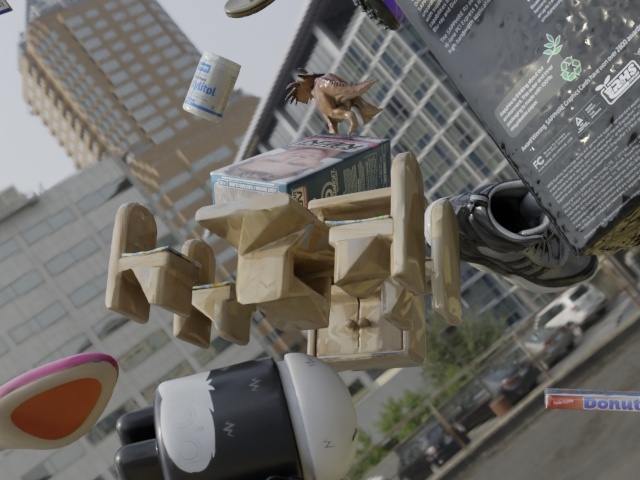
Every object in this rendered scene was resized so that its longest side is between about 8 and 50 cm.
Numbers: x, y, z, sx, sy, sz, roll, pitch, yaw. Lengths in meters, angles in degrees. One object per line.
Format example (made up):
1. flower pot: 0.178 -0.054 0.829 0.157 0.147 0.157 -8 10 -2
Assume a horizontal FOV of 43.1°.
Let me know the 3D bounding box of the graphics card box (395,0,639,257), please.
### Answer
1. graphics card box: 0.159 -0.203 0.516 0.094 0.371 0.233 -4 -35 -41

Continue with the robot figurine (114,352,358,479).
1. robot figurine: -0.094 0.234 0.953 0.278 0.209 0.173 -13 -22 -7

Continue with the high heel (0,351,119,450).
1. high heel: -0.431 0.221 1.139 0.377 0.127 0.181 -31 33 12

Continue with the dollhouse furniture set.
1. dollhouse furniture set: 0.000 0.000 1.042 0.362 0.257 0.394 -9 -24 24

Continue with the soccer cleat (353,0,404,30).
1. soccer cleat: 0.049 -0.444 1.167 0.116 0.318 0.108 -33 -19 6

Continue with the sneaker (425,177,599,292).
1. sneaker: 0.281 -0.004 1.066 0.153 0.268 0.101 147 136 -66

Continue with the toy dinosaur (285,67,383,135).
1. toy dinosaur: 0.019 -0.321 1.787 0.127 0.200 0.295 -39 3 -16

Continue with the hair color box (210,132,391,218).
1. hair color box: -0.025 -0.112 1.514 0.347 0.173 0.105 -29 -58 -50

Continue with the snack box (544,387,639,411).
1. snack box: 0.383 0.207 1.051 0.178 0.022 0.064 -1 -3 14

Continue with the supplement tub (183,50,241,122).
1. supplement tub: -0.185 -0.261 1.384 0.071 0.071 0.107 -5 -63 -76

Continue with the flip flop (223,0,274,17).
1. flip flop: -0.080 -0.517 1.504 0.277 0.080 0.112 -32 33 27

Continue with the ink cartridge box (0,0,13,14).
1. ink cartridge box: -0.658 -0.513 1.338 0.165 0.333 0.065 -10 42 21
